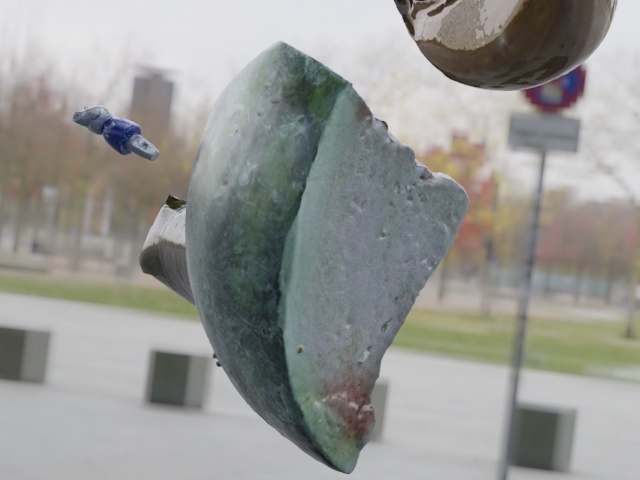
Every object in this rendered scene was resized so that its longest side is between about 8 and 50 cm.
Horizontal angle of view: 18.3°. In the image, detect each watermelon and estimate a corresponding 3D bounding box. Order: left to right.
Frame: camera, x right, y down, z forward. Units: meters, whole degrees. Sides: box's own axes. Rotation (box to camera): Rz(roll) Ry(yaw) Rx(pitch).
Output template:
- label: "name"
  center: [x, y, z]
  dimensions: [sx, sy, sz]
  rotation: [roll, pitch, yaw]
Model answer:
- label: "watermelon"
  center: [0.000, 0.000, 1.507]
  dimensions: [0.213, 0.320, 0.289]
  rotation: [-11, 11, -18]

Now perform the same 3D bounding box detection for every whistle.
- label: "whistle"
  center: [-0.168, -0.088, 1.631]
  dimensions: [0.083, 0.029, 0.033]
  rotation: [32, 42, 24]

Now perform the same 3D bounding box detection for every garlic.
- label: "garlic"
  center: [0.124, -0.204, 1.205]
  dimensions: [0.160, 0.214, 0.191]
  rotation: [-17, 8, -38]

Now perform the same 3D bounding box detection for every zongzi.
- label: "zongzi"
  center: [-0.038, 0.046, 1.986]
  dimensions: [0.241, 0.111, 0.247]
  rotation: [28, -8, -21]
